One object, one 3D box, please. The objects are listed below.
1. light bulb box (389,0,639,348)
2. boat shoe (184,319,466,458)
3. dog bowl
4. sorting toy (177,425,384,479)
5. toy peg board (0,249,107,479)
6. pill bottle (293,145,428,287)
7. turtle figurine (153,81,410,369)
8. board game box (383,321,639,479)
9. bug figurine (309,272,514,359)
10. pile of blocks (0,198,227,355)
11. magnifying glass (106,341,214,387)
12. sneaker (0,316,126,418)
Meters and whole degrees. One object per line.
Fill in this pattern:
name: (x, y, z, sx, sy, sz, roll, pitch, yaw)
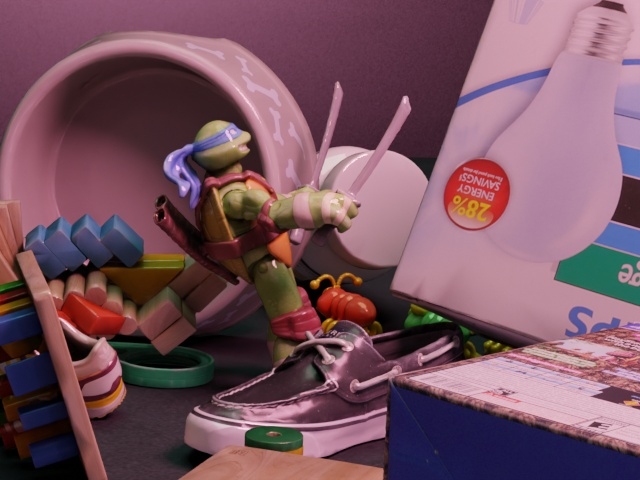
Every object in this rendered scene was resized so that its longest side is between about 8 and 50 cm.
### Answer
light bulb box: (0.309, -0.049, 1.472, 0.358, 0.361, 0.225, 17, -4, 35)
boat shoe: (0.013, 0.120, 1.400, 0.301, 0.102, 0.108, -5, 13, -38)
dog bowl: (-0.181, -0.057, 1.712, 0.349, 0.348, 0.102, 5, 7, 11)
sorting toy: (-0.033, 0.193, 1.140, 0.132, 0.046, 0.274, 6, 10, 18)
toy peg board: (-0.238, 0.108, 1.299, 0.079, 0.161, 0.160, -18, 15, -11)
pill bottle: (0.012, -0.026, 1.903, 0.162, 0.162, 0.278, -2, -2, -25)
turtle figurine: (0.000, 0.000, 1.532, 0.275, 0.266, 0.198, -21, 15, -37)
board game box: (0.222, 0.162, 1.112, 0.291, 0.141, 0.232, -7, 14, -44)
bug figurine: (0.135, 0.078, 1.754, 0.279, 0.072, 0.216, -4, 12, -35)
pile of blocks: (-0.270, 0.045, 1.544, 0.362, 0.149, 0.112, -6, 20, -5)
magnifying glass: (-0.211, 0.112, 1.610, 0.231, 0.026, 0.092, 7, 11, 26)
sneaker: (-0.261, 0.097, 1.446, 0.186, 0.084, 0.069, 8, 42, 16)
